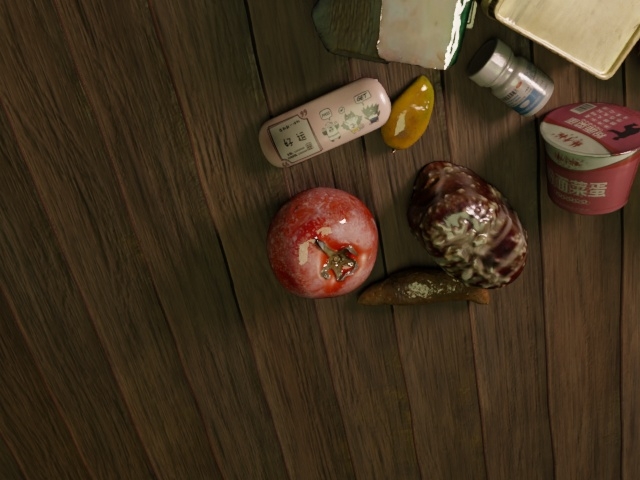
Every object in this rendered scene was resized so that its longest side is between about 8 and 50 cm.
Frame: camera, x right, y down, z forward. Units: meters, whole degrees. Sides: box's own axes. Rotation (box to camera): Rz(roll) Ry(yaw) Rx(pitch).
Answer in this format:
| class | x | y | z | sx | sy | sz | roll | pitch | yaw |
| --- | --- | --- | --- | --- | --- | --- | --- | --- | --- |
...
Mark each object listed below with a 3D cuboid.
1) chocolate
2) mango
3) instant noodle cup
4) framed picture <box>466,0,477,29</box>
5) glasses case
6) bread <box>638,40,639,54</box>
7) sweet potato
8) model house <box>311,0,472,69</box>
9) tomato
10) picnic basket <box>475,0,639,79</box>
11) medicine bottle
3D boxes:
| class | x | y | z | sx | sy | sz | roll | pitch | yaw |
| --- | --- | --- | --- | --- | --- | --- | --- | --- | --- |
| chocolate | 0.352 | -0.012 | 1.690 | 0.225 | 0.210 | 0.340 | -41 | 111 | 17 |
| mango | 0.200 | -0.283 | 1.630 | 0.101 | 0.066 | 0.187 | 26 | 107 | -14 |
| instant noodle cup | 0.605 | -0.178 | 1.600 | 0.235 | 0.234 | 0.178 | -7 | 127 | 4 |
| framed picture | 0.250 | -0.577 | 1.495 | 0.189 | 0.023 | 0.259 | 6 | 119 | 0 |
| glasses case | 0.008 | -0.264 | 1.622 | 0.314 | 0.075 | 0.122 | -21 | 101 | 16 |
| bread | 0.761 | -0.424 | 1.465 | 0.139 | 0.240 | 0.240 | 44 | 118 | 27 |
| sweet potato | 0.261 | 0.122 | 1.828 | 0.342 | 0.092 | 0.114 | -3 | 135 | 2 |
| model house | 0.122 | -0.502 | 1.408 | 0.243 | 0.284 | 0.298 | -2 | 106 | -38 |
| tomato | 0.000 | 0.000 | 1.689 | 0.270 | 0.227 | 0.270 | -12 | 123 | -20 |
| picnic basket | 0.492 | -0.503 | 1.447 | 0.313 | 0.175 | 0.228 | 23 | 114 | -16 |
| medicine bottle | 0.415 | -0.353 | 1.565 | 0.168 | 0.105 | 0.105 | 31 | 114 | -15 |
